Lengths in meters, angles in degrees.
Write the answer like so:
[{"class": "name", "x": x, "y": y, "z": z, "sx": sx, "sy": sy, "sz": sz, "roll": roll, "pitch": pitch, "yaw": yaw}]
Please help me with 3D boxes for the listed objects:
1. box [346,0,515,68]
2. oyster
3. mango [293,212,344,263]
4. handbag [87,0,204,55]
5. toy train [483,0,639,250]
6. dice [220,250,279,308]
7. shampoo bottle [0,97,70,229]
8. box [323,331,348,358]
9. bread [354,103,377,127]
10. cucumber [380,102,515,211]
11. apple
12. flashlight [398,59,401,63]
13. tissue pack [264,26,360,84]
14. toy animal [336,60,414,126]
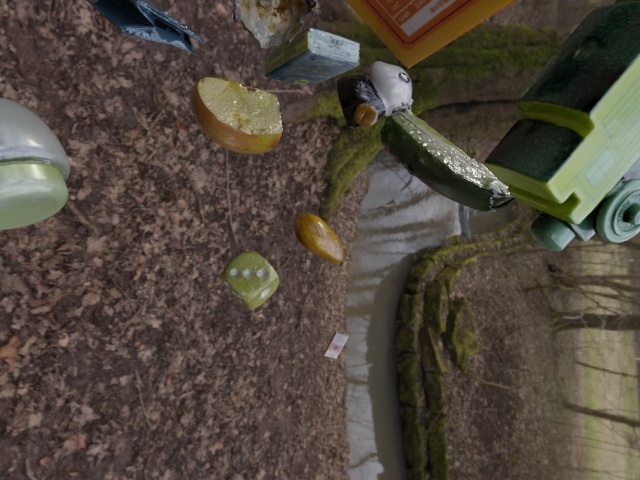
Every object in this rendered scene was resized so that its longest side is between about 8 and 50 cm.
[{"class": "box", "x": 0.147, "y": -0.325, "z": 0.293, "sx": 0.214, "sy": 0.283, "sz": 0.260, "roll": 41, "pitch": 74, "yaw": -19}, {"class": "oyster", "x": -0.164, "y": -0.618, "z": 0.962, "sx": 0.197, "sy": 0.133, "sz": 0.337, "roll": -42, "pitch": 115, "yaw": 6}, {"class": "mango", "x": 0.000, "y": 0.000, "z": 1.424, "sx": 0.109, "sy": 0.147, "sz": 0.227, "roll": -44, "pitch": 111, "yaw": 2}, {"class": "handbag", "x": -0.317, "y": -0.403, "z": 0.734, "sx": 0.144, "sy": 0.221, "sz": 0.057, "roll": -3, "pitch": 127, "yaw": -51}, {"class": "toy train", "x": 0.457, "y": -0.197, "z": 0.633, "sx": 0.272, "sy": 0.179, "sz": 0.442, "roll": 34, "pitch": 98, "yaw": -31}, {"class": "dice", "x": -0.273, "y": 0.153, "z": 1.620, "sx": 0.166, "sy": 0.169, "sz": 0.169, "roll": -43, "pitch": 164, "yaw": -22}, {"class": "shampoo bottle", "x": -0.878, "y": -0.210, "z": 1.139, "sx": 0.322, "sy": 0.322, "sz": 0.318, "roll": -14, "pitch": 75, "yaw": -54}, {"class": "box", "x": 0.046, "y": 0.312, "z": 1.240, "sx": 0.046, "sy": 0.012, "sz": 0.083, "roll": 21, "pitch": 105, "yaw": -25}, {"class": "bread", "x": 0.159, "y": -0.439, "z": 1.460, "sx": 0.083, "sy": 0.081, "sz": 0.046, "roll": 52, "pitch": 25, "yaw": -3}, {"class": "cucumber", "x": 0.272, "y": -0.159, "z": 0.935, "sx": 0.105, "sy": 0.325, "sz": 0.145, "roll": -37, "pitch": 158, "yaw": -25}, {"class": "apple", "x": -0.310, "y": -0.447, "z": 1.499, "sx": 0.308, "sy": 0.314, "sz": 0.252, "roll": 3, "pitch": 102, "yaw": -24}, {"class": "flashlight", "x": 0.196, "y": -0.548, "z": 0.999, "sx": 0.093, "sy": 0.092, "sz": 0.232, "roll": -22, "pitch": 104, "yaw": -53}, {"class": "tissue pack", "x": -0.030, "y": -0.545, "z": 1.251, "sx": 0.185, "sy": 0.257, "sz": 0.081, "roll": -4, "pitch": 96, "yaw": -34}, {"class": "toy animal", "x": 0.243, "y": -0.626, "z": 1.802, "sx": 0.251, "sy": 0.309, "sz": 0.251, "roll": -15, "pitch": 90, "yaw": -77}]
